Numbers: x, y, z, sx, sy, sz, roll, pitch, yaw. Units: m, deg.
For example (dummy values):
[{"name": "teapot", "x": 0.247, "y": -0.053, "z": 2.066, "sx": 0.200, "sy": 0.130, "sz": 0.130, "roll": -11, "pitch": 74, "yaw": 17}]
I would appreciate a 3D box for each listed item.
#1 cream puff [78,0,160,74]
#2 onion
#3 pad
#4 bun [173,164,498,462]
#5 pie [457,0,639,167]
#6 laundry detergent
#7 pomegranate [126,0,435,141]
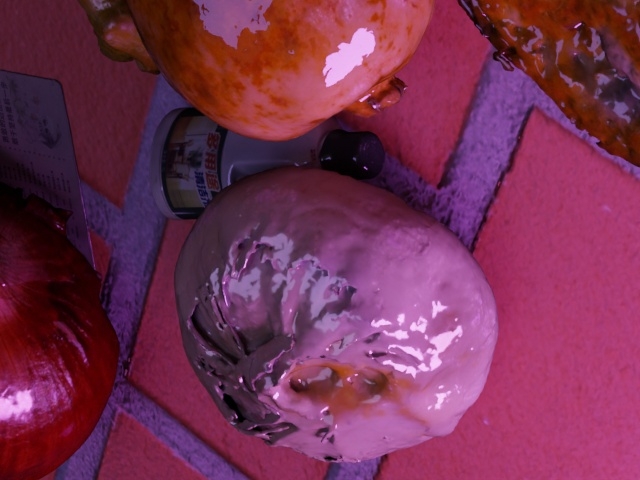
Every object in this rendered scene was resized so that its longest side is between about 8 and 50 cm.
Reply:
[{"name": "cream puff", "x": -0.132, "y": -0.191, "z": 1.597, "sx": 0.146, "sy": 0.146, "sz": 0.116, "roll": 48, "pitch": 153, "yaw": 9}, {"name": "onion", "x": -0.381, "y": 0.099, "z": 1.858, "sx": 0.341, "sy": 0.341, "sz": 0.341, "roll": 21, "pitch": 126, "yaw": 31}, {"name": "pad", "x": -0.287, "y": -0.042, "z": 1.903, "sx": 0.159, "sy": 0.009, "sz": 0.265, "roll": 12, "pitch": 122, "yaw": 36}, {"name": "bun", "x": 0.003, "y": 0.080, "z": 1.569, "sx": 0.287, "sy": 0.146, "sz": 0.287, "roll": 11, "pitch": 138, "yaw": 10}, {"name": "pie", "x": 0.216, "y": -0.188, "z": 1.321, "sx": 0.315, "sy": 0.092, "sz": 0.315, "roll": 26, "pitch": 134, "yaw": 30}, {"name": "laundry detergent", "x": -0.042, "y": -0.066, "z": 1.621, "sx": 0.226, "sy": 0.070, "sz": 0.099, "roll": 1, "pitch": 74, "yaw": 40}, {"name": "pomegranate", "x": -0.025, "y": -0.182, "z": 1.428, "sx": 0.248, "sy": 0.248, "sz": 0.248, "roll": 21, "pitch": 126, "yaw": 31}]
